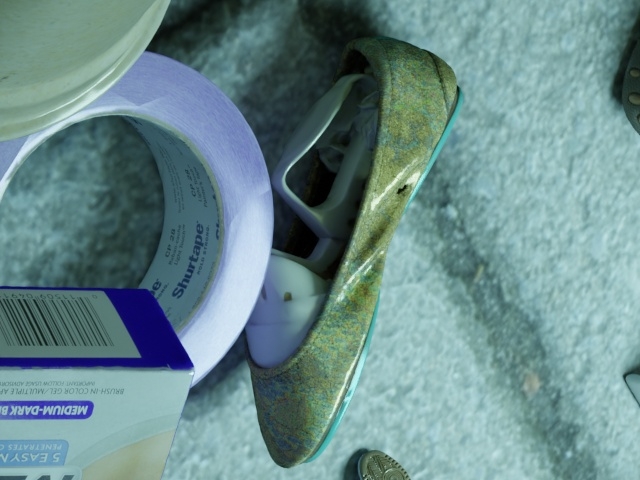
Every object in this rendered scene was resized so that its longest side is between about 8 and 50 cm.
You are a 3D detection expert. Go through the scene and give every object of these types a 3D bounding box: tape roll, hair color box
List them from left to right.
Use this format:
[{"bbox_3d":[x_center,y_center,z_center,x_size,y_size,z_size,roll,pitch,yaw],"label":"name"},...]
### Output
[{"bbox_3d":[-0.225,0.198,1.356,0.185,0.110,0.339,2,122,-29],"label":"hair color box"},{"bbox_3d":[-0.172,-0.008,1.428,0.275,0.090,0.274,-9,107,-32],"label":"tape roll"}]

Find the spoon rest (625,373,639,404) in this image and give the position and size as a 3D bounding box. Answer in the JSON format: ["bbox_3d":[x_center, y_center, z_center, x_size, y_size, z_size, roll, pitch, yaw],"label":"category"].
[{"bbox_3d":[0.408,0.063,1.839,0.276,0.084,0.137,-45,122,-16],"label":"spoon rest"}]

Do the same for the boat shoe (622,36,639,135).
[{"bbox_3d":[0.390,-0.236,1.744,0.130,0.132,0.355,22,97,-45],"label":"boat shoe"}]

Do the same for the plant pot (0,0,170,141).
[{"bbox_3d":[-0.183,-0.239,1.182,0.334,0.305,0.333,2,85,-26],"label":"plant pot"}]

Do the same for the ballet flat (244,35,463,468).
[{"bbox_3d":[0.000,0.000,1.534,0.123,0.123,0.348,28,81,-35],"label":"ballet flat"}]

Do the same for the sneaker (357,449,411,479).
[{"bbox_3d":[0.065,0.234,1.680,0.042,0.067,0.118,-34,88,-20],"label":"sneaker"}]
